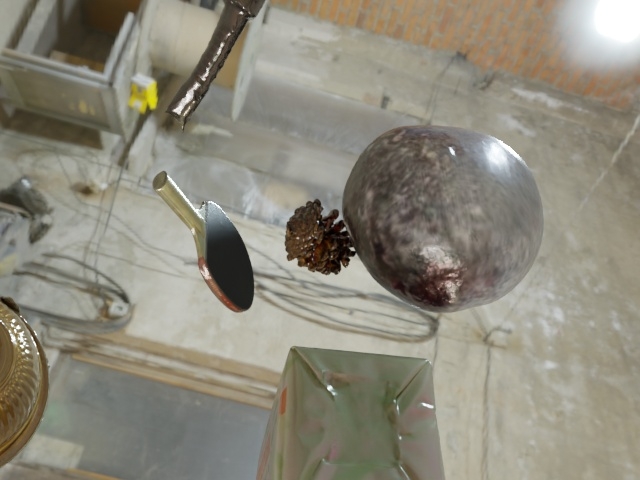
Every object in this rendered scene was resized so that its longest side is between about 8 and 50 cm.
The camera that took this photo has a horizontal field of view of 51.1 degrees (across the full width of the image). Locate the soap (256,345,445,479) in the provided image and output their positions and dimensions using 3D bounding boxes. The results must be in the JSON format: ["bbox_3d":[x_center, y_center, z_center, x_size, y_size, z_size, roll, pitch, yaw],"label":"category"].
[{"bbox_3d":[0.017,0.223,0.595,0.182,0.138,0.199,-91,-168,-48],"label":"soap"}]

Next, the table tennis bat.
[{"bbox_3d":[-0.089,-0.001,0.543,0.156,0.013,0.087,58,23,-48],"label":"table tennis bat"}]

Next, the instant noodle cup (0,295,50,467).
[{"bbox_3d":[-0.439,0.145,0.793,0.091,0.274,0.274,-37,-151,37],"label":"instant noodle cup"}]

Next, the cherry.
[{"bbox_3d":[0.156,-0.032,0.858,0.296,0.255,0.218,-92,-160,-56],"label":"cherry"}]

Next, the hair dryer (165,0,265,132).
[{"bbox_3d":[-0.028,-0.241,0.432,0.359,0.120,0.303,-61,-149,11],"label":"hair dryer"}]

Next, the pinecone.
[{"bbox_3d":[-0.003,0.003,0.929,0.109,0.102,0.102,54,30,-34],"label":"pinecone"}]
